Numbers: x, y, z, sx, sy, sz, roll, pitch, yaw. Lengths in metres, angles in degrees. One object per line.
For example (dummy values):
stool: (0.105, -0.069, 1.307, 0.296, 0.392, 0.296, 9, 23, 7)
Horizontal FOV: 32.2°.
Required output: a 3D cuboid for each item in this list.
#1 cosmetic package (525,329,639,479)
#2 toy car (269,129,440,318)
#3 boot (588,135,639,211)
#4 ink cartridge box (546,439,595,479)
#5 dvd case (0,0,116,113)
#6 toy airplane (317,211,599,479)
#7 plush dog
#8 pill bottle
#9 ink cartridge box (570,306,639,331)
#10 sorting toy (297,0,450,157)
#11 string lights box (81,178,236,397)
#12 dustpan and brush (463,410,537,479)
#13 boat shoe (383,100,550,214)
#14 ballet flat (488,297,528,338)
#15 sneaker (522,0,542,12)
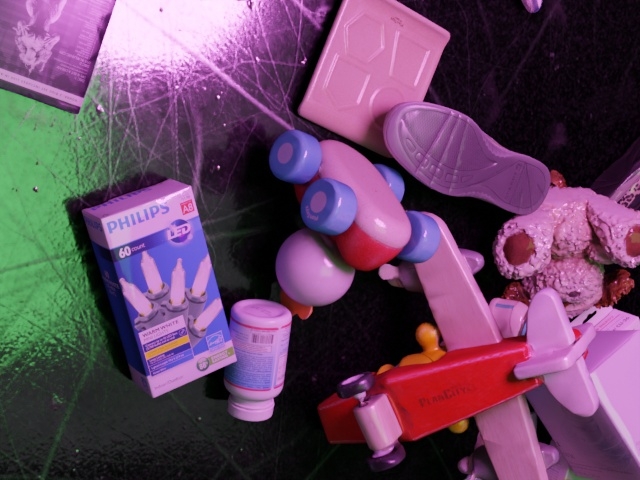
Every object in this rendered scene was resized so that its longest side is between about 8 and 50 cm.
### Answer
cosmetic package: (0.473, 0.276, 1.842, 0.138, 0.224, 0.225, -34, 97, -21)
toy car: (0.000, 0.000, 1.573, 0.219, 0.210, 0.238, 18, 120, -44)
boot: (0.596, -0.093, 1.924, 0.236, 0.085, 0.178, -41, 118, 6)
ink cartridge box: (0.455, 0.423, 1.996, 0.104, 0.061, 0.181, 14, 93, -33)
dvd case: (-0.339, -0.285, 1.364, 0.164, 0.018, 0.221, 18, 91, -35)
toy airplane: (0.229, 0.192, 1.667, 0.384, 0.272, 0.386, 23, 101, 6)
plush dog: (0.399, 0.027, 1.827, 0.262, 0.210, 0.225, -5, 122, -2)
pill bottle: (-0.092, 0.171, 1.579, 0.087, 0.087, 0.160, -2, 109, -32)
ink cartridge box: (0.526, 0.206, 1.986, 0.115, 0.067, 0.198, -38, 118, -19)
sorting toy: (0.077, -0.246, 1.625, 0.193, 0.038, 0.208, 22, 94, -34)
string lights box: (-0.214, 0.062, 1.487, 0.133, 0.077, 0.260, -23, 113, -25)
dustpan and brush: (0.308, 0.384, 1.896, 0.211, 0.060, 0.147, -8, 105, -30)
boat shoe: (0.210, -0.127, 1.678, 0.320, 0.103, 0.118, 17, 98, -34)
ballet flat: (0.291, 0.194, 1.825, 0.086, 0.086, 0.248, -20, 132, -27)
sneaker: (0.291, -0.403, 1.716, 0.058, 0.052, 0.135, -41, 112, -7)
